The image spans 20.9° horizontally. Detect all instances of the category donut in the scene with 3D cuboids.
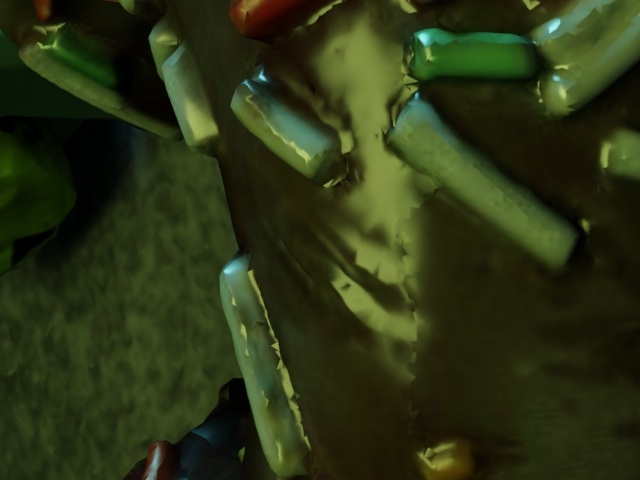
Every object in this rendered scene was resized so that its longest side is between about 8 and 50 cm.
[{"bbox_3d":[0.008,-0.006,0.442,0.259,0.136,0.345,-4,99,66],"label":"donut"}]

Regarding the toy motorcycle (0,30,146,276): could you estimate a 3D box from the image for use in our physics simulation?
[{"bbox_3d":[-0.209,-0.100,0.562,0.200,0.326,0.191,-42,65,34],"label":"toy motorcycle"}]
